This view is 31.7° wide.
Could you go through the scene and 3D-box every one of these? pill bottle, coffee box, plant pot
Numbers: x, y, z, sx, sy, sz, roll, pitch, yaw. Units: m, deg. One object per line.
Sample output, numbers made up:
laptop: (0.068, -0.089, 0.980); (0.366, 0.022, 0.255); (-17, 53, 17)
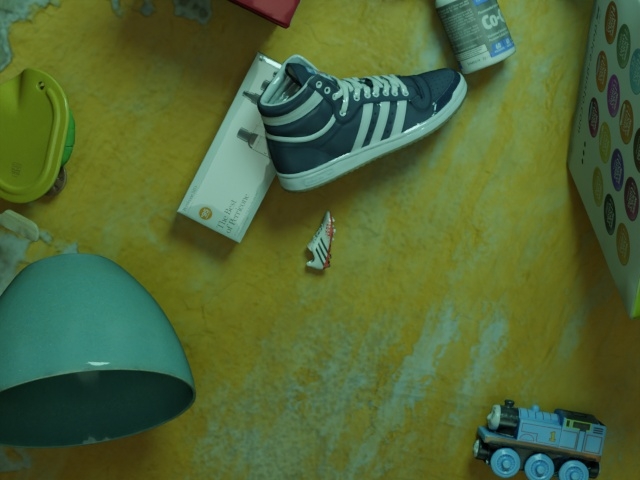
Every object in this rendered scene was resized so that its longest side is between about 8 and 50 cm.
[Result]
pill bottle: (0.197, -0.296, 1.478); (0.078, 0.078, 0.137); (-24, 101, 3)
coffee box: (0.511, -0.141, 1.329); (0.338, 0.334, 0.338); (-2, 129, -2)
plant pot: (-0.320, 0.132, 1.469); (0.290, 0.290, 0.195); (-13, 65, 1)

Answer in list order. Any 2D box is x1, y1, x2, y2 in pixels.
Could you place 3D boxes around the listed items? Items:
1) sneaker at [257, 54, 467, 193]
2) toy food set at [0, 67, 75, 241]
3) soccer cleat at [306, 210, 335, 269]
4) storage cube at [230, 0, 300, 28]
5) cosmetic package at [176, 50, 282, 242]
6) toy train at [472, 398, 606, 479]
sneaker: (0.051, -0.187, 1.446); (0.282, 0.099, 0.153); (-29, 122, -9)
toy food set: (-0.384, -0.119, 1.509); (0.128, 0.071, 0.218); (18, 98, 20)
soccer cleat: (0.000, 0.000, 1.553); (0.035, 0.029, 0.083); (5, 105, -6)
storage cube: (-0.092, -0.385, 1.391); (0.193, 0.215, 0.184); (25, 98, -12)
cosmetic package: (-0.096, -0.125, 1.512); (0.099, 0.060, 0.239); (27, 98, -5)
toy train: (0.309, 0.285, 1.590); (0.184, 0.080, 0.105); (10, 91, -1)
